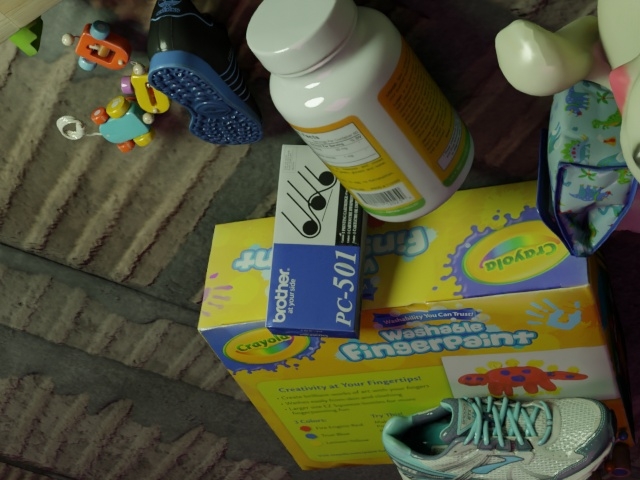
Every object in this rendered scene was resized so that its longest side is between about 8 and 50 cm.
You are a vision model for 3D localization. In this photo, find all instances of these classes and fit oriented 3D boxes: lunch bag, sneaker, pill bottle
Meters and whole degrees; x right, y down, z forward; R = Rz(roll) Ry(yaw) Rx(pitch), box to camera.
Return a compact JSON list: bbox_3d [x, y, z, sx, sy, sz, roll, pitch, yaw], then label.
[{"bbox_3d":[0.268,-0.075,1.202,0.096,0.128,0.151,3,146,9],"label":"lunch bag"},{"bbox_3d":[-0.110,-0.168,1.206,0.081,0.090,0.232,-3,164,12],"label":"sneaker"},{"bbox_3d":[0.037,-0.139,1.156,0.136,0.136,0.245,-15,138,29],"label":"pill bottle"},{"bbox_3d":[0.198,0.231,1.380,0.283,0.110,0.122,-18,135,29],"label":"sneaker"}]

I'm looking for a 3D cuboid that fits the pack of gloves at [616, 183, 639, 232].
[{"bbox_3d":[0.414,-0.075,1.261,0.195,0.046,0.232,5,153,3],"label":"pack of gloves"}]

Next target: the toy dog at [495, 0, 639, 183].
[{"bbox_3d":[0.311,-0.167,0.829,0.396,0.407,0.284,12,144,-4],"label":"toy dog"}]

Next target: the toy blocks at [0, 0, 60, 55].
[{"bbox_3d":[-0.282,-0.330,0.958,0.261,0.190,0.381,-28,131,24],"label":"toy blocks"}]

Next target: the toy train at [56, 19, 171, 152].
[{"bbox_3d":[-0.215,-0.165,1.254,0.125,0.046,0.166,18,140,-11],"label":"toy train"}]

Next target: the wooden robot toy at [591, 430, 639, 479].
[{"bbox_3d":[0.331,0.281,1.453,0.173,0.079,0.076,0,144,9],"label":"wooden robot toy"}]

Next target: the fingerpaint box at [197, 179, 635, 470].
[{"bbox_3d":[0.131,0.116,1.461,0.445,0.163,0.371,-8,142,18],"label":"fingerpaint box"}]

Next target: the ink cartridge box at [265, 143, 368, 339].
[{"bbox_3d":[0.000,0.000,1.294,0.097,0.207,0.046,3,165,9],"label":"ink cartridge box"}]
